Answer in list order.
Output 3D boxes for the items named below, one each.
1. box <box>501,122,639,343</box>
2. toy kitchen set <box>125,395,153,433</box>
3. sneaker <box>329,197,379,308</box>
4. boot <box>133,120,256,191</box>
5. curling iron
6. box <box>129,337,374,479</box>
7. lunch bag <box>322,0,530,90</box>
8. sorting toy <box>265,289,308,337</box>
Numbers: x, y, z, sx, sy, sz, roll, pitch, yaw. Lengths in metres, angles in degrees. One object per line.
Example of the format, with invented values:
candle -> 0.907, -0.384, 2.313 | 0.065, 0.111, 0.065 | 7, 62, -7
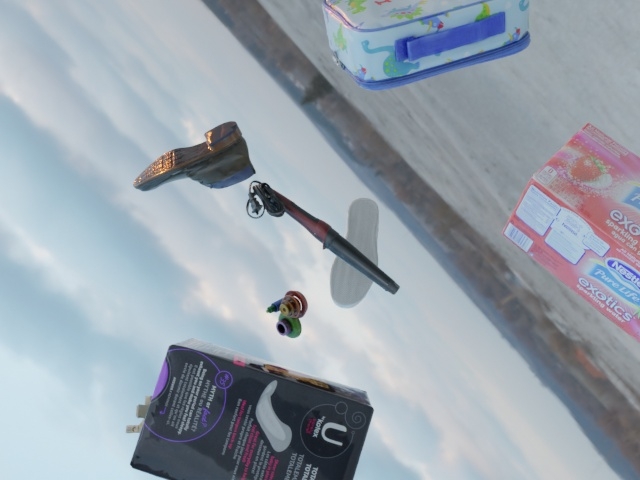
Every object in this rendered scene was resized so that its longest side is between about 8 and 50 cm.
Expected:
box -> 0.421, 0.004, 0.971 | 0.300, 0.142, 0.154 | 41, 156, 19
toy kitchen set -> -0.422, 0.403, 1.654 | 0.068, 0.075, 0.083 | 27, -121, -53
sneaker -> 0.089, 0.063, 1.711 | 0.108, 0.293, 0.169 | 10, 147, 8
boot -> -0.225, -0.120, 1.304 | 0.106, 0.219, 0.082 | 60, -175, -33
curling iron -> 0.000, 0.000, 1.068 | 0.274, 0.035, 0.068 | 35, -132, 4
box -> -0.083, 0.246, 0.939 | 0.270, 0.165, 0.143 | 18, 176, 2
lunch bag -> 0.120, -0.253, 0.827 | 0.176, 0.218, 0.090 | -119, 13, -54
sorting toy -> -0.059, 0.124, 1.177 | 0.061, 0.102, 0.042 | 40, -139, 25
